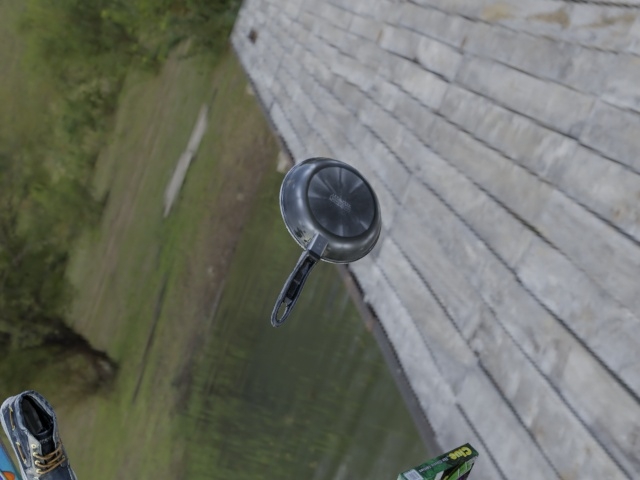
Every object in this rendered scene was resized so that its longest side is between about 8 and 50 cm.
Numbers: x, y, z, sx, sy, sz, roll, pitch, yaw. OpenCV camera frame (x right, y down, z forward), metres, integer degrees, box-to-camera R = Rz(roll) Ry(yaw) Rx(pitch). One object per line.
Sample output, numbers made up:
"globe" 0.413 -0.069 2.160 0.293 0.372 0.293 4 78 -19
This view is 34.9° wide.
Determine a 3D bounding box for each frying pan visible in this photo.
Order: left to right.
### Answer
"frying pan" -0.017 -0.025 1.695 0.326 0.197 0.053 -38 0 -36

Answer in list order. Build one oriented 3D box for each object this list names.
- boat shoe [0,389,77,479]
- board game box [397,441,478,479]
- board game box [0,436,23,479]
"boat shoe" -0.375 0.291 1.380 0.065 0.183 0.083 -29 -1 -35
"board game box" 0.128 0.400 1.422 0.030 0.136 0.260 45 133 36
"board game box" -0.518 0.309 1.408 0.047 0.160 0.210 42 154 60
